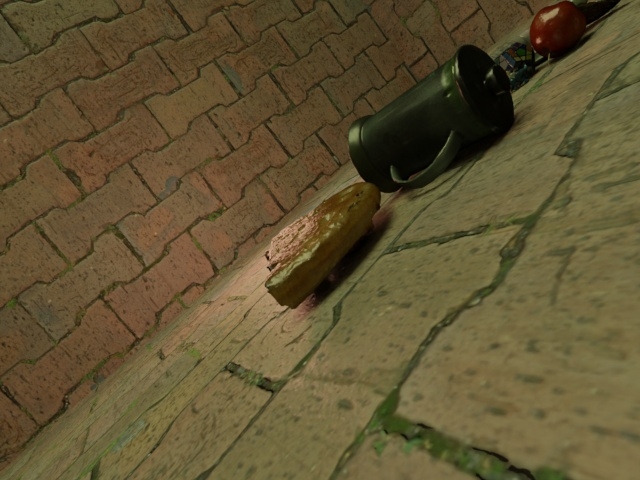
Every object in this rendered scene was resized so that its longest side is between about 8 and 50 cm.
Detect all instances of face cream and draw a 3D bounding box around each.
[{"bbox_3d":[0.636,-0.630,1.445,0.269,0.082,0.082,-40,9,-6],"label":"face cream"}]

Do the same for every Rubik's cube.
[{"bbox_3d":[0.515,-0.465,1.105,0.111,0.111,0.093,-35,36,25],"label":"Rubik's cube"}]

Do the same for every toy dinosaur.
[{"bbox_3d":[0.493,-0.409,1.064,0.083,0.047,0.030,-37,8,20],"label":"toy dinosaur"}]

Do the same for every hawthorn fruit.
[{"bbox_3d":[0.569,-0.510,1.022,0.140,0.125,0.125,-44,8,12],"label":"hawthorn fruit"}]

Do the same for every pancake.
[{"bbox_3d":[0.648,-0.582,1.059,0.190,0.020,0.184,-5,-7,-18],"label":"pancake"}]

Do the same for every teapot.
[{"bbox_3d":[0.230,-0.231,0.883,0.337,0.200,0.270,-25,40,49],"label":"teapot"}]

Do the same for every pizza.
[{"bbox_3d":[0.000,0.000,0.857,0.278,0.114,0.409,-31,12,37],"label":"pizza"}]

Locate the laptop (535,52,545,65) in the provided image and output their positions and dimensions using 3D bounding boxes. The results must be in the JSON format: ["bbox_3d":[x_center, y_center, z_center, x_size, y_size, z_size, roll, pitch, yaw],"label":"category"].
[{"bbox_3d":[0.607,-0.520,1.243,0.187,0.015,0.269,-45,11,-32],"label":"laptop"}]

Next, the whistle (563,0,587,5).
[{"bbox_3d":[0.793,-0.725,1.344,0.258,0.067,0.126,-52,2,-37],"label":"whistle"}]
